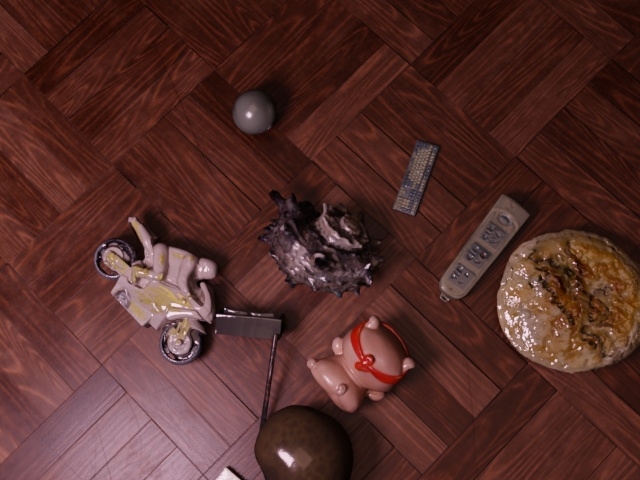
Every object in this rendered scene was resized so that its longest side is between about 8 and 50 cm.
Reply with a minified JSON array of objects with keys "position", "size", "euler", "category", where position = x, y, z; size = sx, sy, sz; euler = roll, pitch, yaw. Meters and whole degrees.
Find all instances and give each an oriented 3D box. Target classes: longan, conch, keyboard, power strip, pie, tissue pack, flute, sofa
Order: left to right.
[{"position":[-0.216,0.543,1.705],"size":[0.056,0.023,0.108],"euler":[40,83,10],"category":"tissue pack"},{"position":[-0.152,0.175,1.747],"size":[0.147,0.085,0.060],"euler":[4,96,5],"category":"sofa"},{"position":[-0.115,0.332,1.711],"size":[0.014,0.014,0.269],"euler":[9,96,5],"category":"flute"},{"position":[-0.033,0.443,1.637],"size":[0.198,0.198,0.212],"euler":[-43,75,-6],"category":"longan"},{"position":[0.006,0.000,1.742],"size":[0.313,0.186,0.240],"euler":[24,52,26],"category":"conch"},{"position":[0.220,-0.144,1.836],"size":[0.055,0.014,0.176],"euler":[19,79,10],"category":"keyboard"},{"position":[0.358,0.019,1.776],"size":[0.080,0.048,0.286],"euler":[38,84,11],"category":"power strip"},{"position":[0.550,0.129,1.724],"size":[0.339,0.077,0.339],"euler":[-1,77,4],"category":"pie"}]

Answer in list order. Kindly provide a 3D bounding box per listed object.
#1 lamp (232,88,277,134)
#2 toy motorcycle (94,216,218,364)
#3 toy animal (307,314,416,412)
[{"position":[-0.152,-0.297,1.846],"size":[0.105,0.105,0.105],"euler":[-1,78,3],"category":"lamp"},{"position":[-0.341,0.094,1.768],"size":[0.223,0.108,0.340],"euler":[-42,80,-6],"category":"toy motorcycle"},{"position":[0.090,0.261,1.688],"size":[0.198,0.171,0.171],"euler":[-36,78,3],"category":"toy animal"}]
